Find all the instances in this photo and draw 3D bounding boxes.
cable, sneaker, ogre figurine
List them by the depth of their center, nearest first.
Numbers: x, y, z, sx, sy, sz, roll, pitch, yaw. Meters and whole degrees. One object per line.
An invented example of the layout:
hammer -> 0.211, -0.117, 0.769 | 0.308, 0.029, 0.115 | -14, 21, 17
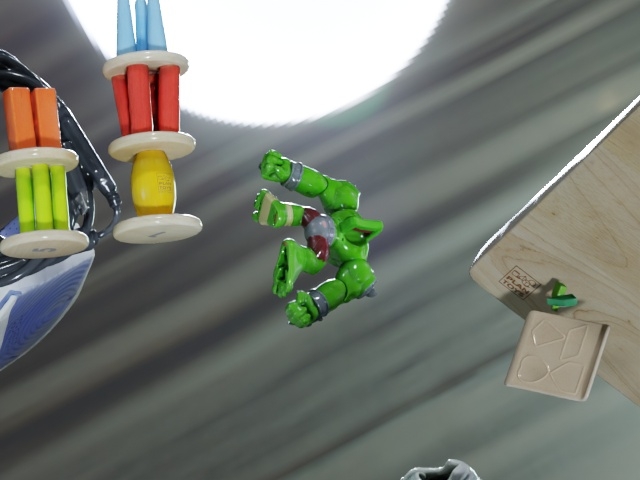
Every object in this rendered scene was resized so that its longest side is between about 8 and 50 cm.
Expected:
cable -> -0.234, -0.053, 1.192 | 0.184, 0.150, 0.047 | 57, -21, 12
sneaker -> -0.334, 0.053, 1.369 | 0.182, 0.315, 0.127 | 52, 36, 6
sneaker -> 0.093, 0.268, 1.809 | 0.061, 0.152, 0.053 | 56, 13, -39
ogre figurine -> 0.000, 0.000, 1.901 | 0.097, 0.118, 0.197 | -61, -141, 39

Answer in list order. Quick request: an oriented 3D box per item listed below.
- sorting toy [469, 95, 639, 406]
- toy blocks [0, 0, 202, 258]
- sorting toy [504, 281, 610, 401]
sorting toy -> 0.278, 0.010, 1.167 | 0.257, 0.089, 0.255 | 37, -42, -4
toy blocks -> -0.136, -0.070, 1.026 | 0.054, 0.123, 0.148 | 53, 30, -76
sorting toy -> 0.163, 0.066, 1.158 | 0.062, 0.083, 0.012 | 8, -25, 31
